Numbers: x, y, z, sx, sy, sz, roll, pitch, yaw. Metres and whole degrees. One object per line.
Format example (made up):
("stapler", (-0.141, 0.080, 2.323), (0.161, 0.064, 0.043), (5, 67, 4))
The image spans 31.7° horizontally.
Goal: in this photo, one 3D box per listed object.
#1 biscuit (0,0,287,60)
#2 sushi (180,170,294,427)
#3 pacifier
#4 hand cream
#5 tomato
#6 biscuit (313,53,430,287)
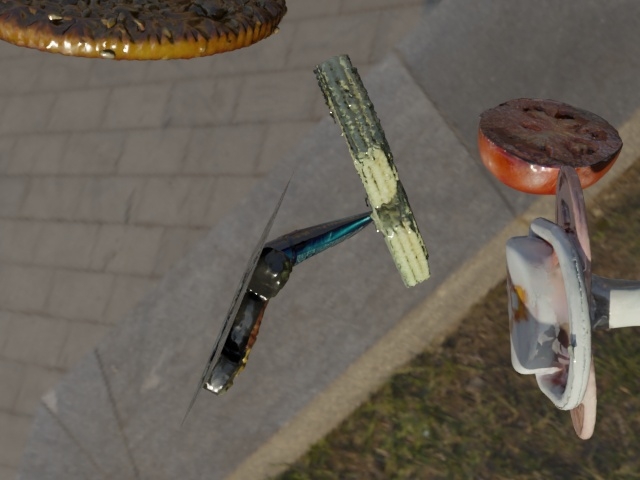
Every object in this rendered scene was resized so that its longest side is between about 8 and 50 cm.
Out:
("biscuit", (-0.177, -0.226, 1.008), (0.305, 0.305, 0.038), (37, 130, 44))
("sushi", (-0.111, 0.115, 1.814), (0.359, 0.064, 0.343), (120, 171, -60))
("pacifier", (0.329, 0.073, 1.358), (0.220, 0.273, 0.332), (12, 109, 58))
("hand cream", (0.000, 0.000, 2.124), (0.061, 0.270, 0.120), (64, 148, 11))
("tomato", (0.349, -0.138, 1.738), (0.225, 0.225, 0.085), (40, 139, 44))
("biscuit", (0.060, -0.067, 1.189), (0.046, 0.250, 0.147), (-22, 52, 2))
